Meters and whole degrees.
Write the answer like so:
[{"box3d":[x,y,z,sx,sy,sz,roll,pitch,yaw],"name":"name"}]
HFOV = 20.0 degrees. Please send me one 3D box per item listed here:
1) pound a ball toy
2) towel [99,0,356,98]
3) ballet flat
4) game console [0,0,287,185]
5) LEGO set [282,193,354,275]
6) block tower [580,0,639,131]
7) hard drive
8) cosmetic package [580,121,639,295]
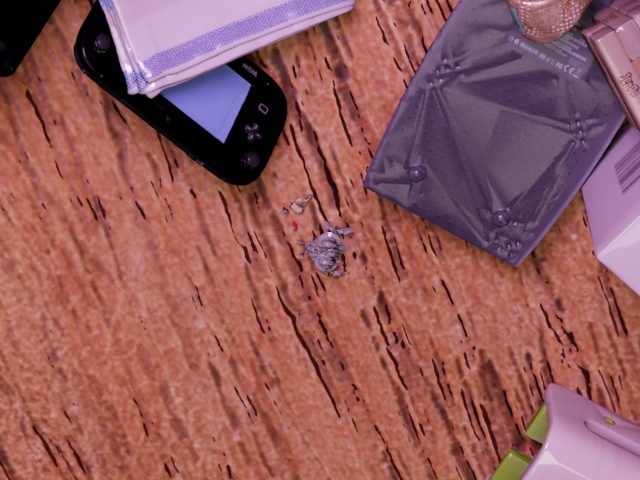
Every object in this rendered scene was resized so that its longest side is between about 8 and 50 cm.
[{"box3d":[0.295,0.302,1.655,0.319,0.136,0.208,28,112,-7],"name":"pound a ball toy"},{"box3d":[-0.100,-0.277,1.435,0.209,0.034,0.285,-23,107,-17],"name":"towel"},{"box3d":[0.213,-0.249,1.415,0.067,0.073,0.206,30,92,-50],"name":"ballet flat"},{"box3d":[-0.163,-0.190,1.474,0.361,0.044,0.213,38,69,-27],"name":"game console"},{"box3d":[-0.003,0.000,1.606,0.083,0.023,0.054,39,110,-12],"name":"LEGO set"},{"box3d":[0.369,-0.213,1.422,0.335,0.091,0.097,-30,104,3],"name":"block tower"},{"box3d":[0.163,-0.121,1.526,0.172,0.054,0.254,27,111,-7],"name":"hard drive"},{"box3d":[0.396,0.045,1.506,0.365,0.197,0.155,39,109,-14],"name":"cosmetic package"}]
